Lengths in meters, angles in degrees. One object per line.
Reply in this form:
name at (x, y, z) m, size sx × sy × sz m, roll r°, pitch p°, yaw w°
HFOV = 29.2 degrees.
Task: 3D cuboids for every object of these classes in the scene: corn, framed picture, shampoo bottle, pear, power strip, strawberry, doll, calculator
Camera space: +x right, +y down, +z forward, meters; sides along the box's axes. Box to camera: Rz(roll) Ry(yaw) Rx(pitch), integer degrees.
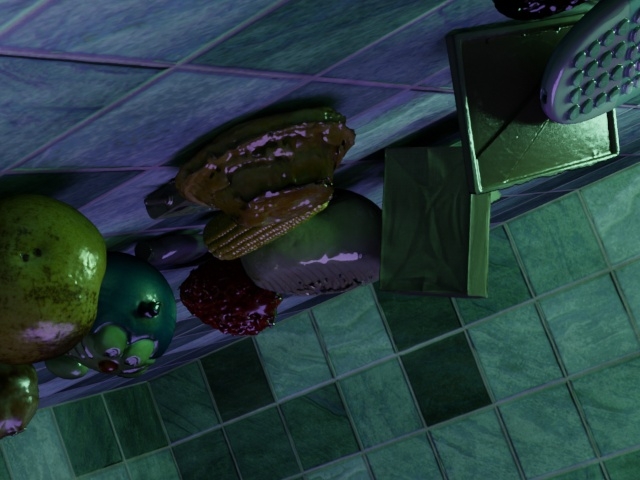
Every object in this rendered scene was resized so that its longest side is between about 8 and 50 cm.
corn at (-0.081, -0.039, 1.860) m, size 0.248 × 0.081 × 0.081 m, roll -27°, pitch 170°, yaw 38°
framed picture at (0.265, -0.171, 1.493) m, size 0.265 × 0.192 × 0.018 m, roll -15°, pitch -169°, yaw -35°
shampoo bottle at (-0.242, 0.015, 1.957) m, size 0.080 × 0.040 × 0.165 m, roll -23°, pitch 171°, yaw 21°
pear at (-0.340, 0.040, 1.367) m, size 0.197 × 0.197 × 0.197 m, roll -21°, pitch 172°, yaw -3°
power strip at (-0.145, -0.066, 1.676) m, size 0.092 × 0.034 × 0.268 m, roll -27°, pitch 170°, yaw 37°
strawberry at (-0.162, 0.096, 2.260) m, size 0.201 × 0.187 × 0.184 m, roll -6°, pitch 138°, yaw 5°
doll at (-0.345, 0.114, 1.876) m, size 0.321 × 0.186 × 0.198 m, roll -5°, pitch 153°, yaw 43°
calculator at (0.379, -0.244, 1.478) m, size 0.298 × 0.041 × 0.186 m, roll -33°, pitch 146°, yaw -18°

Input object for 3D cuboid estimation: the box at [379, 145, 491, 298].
box at (0.183, -0.027, 1.949) m, size 0.155 × 0.231 × 0.149 m, roll 2°, pitch 177°, yaw 20°

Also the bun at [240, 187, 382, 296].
bun at (-0.003, 0.002, 2.061) m, size 0.272 × 0.168 × 0.273 m, roll -9°, pitch 165°, yaw -2°

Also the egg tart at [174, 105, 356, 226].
egg tart at (-0.060, -0.083, 1.524) m, size 0.241 × 0.106 × 0.241 m, roll -21°, pitch 166°, yaw -5°

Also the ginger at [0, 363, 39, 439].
ginger at (-0.490, 0.111, 1.400) m, size 0.176 × 0.256 × 0.375 m, roll -47°, pitch 154°, yaw 2°

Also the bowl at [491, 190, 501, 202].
bowl at (0.196, -0.081, 2.126) m, size 0.211 × 0.112 × 0.211 m, roll -25°, pitch 180°, yaw 0°

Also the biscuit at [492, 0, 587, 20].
biscuit at (0.255, -0.278, 1.215) m, size 0.194 × 0.053 × 0.194 m, roll -20°, pitch 172°, yaw -3°
